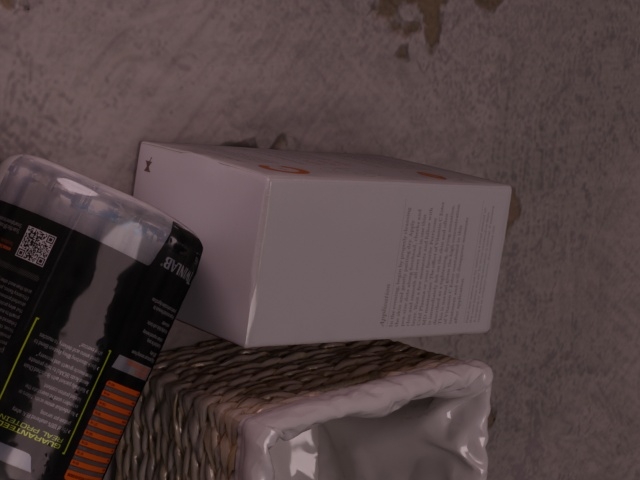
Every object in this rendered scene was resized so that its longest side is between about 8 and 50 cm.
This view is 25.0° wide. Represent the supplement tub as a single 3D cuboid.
[{"bbox_3d":[-0.261,0.110,1.312,0.207,0.207,0.338,31,80,-43],"label":"supplement tub"}]

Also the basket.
[{"bbox_3d":[-0.023,0.280,1.534,0.328,0.266,0.331,-9,107,-40],"label":"basket"}]

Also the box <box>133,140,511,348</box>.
[{"bbox_3d":[0.000,0.000,1.512,0.345,0.215,0.168,1,101,-42],"label":"box"}]
